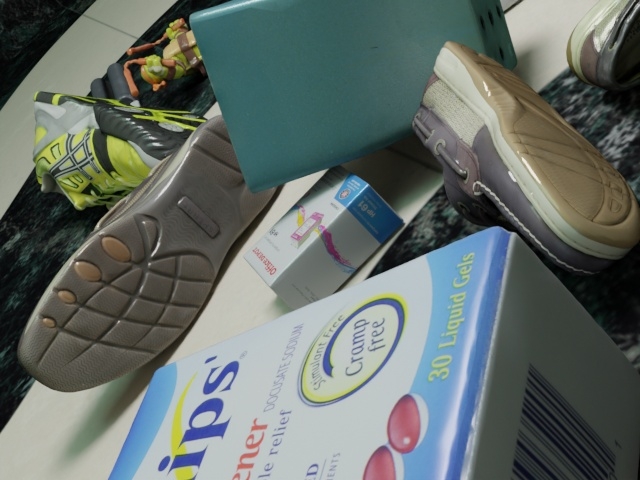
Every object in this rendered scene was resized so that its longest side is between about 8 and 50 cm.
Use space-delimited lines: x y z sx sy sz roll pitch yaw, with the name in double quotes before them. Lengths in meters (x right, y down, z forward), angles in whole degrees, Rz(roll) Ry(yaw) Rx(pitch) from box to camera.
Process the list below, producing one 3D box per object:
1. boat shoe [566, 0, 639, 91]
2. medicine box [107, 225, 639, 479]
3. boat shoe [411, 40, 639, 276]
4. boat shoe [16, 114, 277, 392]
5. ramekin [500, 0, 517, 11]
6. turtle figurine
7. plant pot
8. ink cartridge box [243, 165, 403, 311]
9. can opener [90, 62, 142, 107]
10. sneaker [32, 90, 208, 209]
"boat shoe" 0.281 -0.195 0.872 0.223 0.080 0.073 -46 29 9
"medicine box" 0.007 0.171 0.632 0.289 0.149 0.263 -25 31 36
"boat shoe" 0.136 -0.050 0.850 0.092 0.103 0.285 -61 29 23
"boat shoe" -0.174 0.019 1.207 0.355 0.132 0.130 -49 13 -29
"ramekin" 0.145 -0.345 1.240 0.277 0.135 0.277 -35 27 20
"turtle figurine" -0.182 -0.278 1.703 0.217 0.087 0.269 -30 19 13
"plant pot" 0.043 -0.165 1.048 0.234 0.165 0.166 -13 14 23
"ink cartridge box" 0.000 0.000 1.026 0.122 0.052 0.088 -47 25 -1
"can opener" -0.325 -0.214 1.811 0.076 0.095 0.283 -41 31 7
"sneaker" -0.257 -0.106 1.536 0.385 0.145 0.147 17 102 54
